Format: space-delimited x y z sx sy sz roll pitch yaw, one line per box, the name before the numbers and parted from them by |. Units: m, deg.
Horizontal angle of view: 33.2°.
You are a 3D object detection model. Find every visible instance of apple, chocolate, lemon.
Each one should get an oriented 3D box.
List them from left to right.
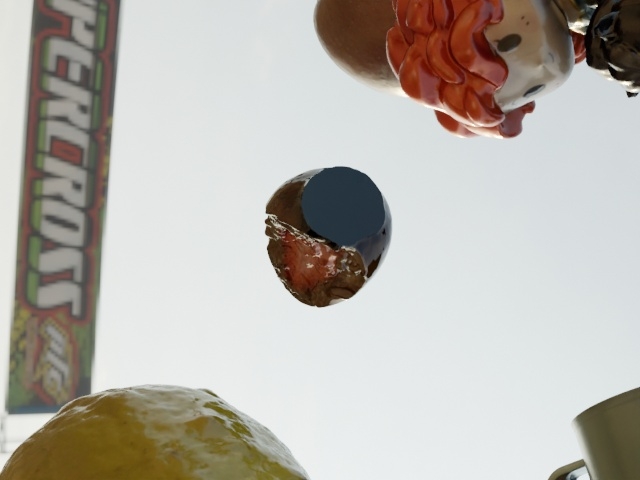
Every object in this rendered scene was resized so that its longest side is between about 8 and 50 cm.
lemon | -0.114 0.252 0.786 0.316 0.285 0.285 -93 -161 -60
chocolate | 0.000 0.000 1.029 0.133 0.127 0.124 -41 -117 52
apple | 0.111 -0.351 1.477 0.306 0.235 0.306 -173 -90 -81

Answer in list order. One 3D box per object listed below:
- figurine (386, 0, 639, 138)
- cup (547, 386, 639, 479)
figurine | 0.281 -0.257 1.165 0.411 0.241 0.306 0 -112 34
cup | 0.453 0.356 1.354 0.257 0.331 0.311 49 26 -63
